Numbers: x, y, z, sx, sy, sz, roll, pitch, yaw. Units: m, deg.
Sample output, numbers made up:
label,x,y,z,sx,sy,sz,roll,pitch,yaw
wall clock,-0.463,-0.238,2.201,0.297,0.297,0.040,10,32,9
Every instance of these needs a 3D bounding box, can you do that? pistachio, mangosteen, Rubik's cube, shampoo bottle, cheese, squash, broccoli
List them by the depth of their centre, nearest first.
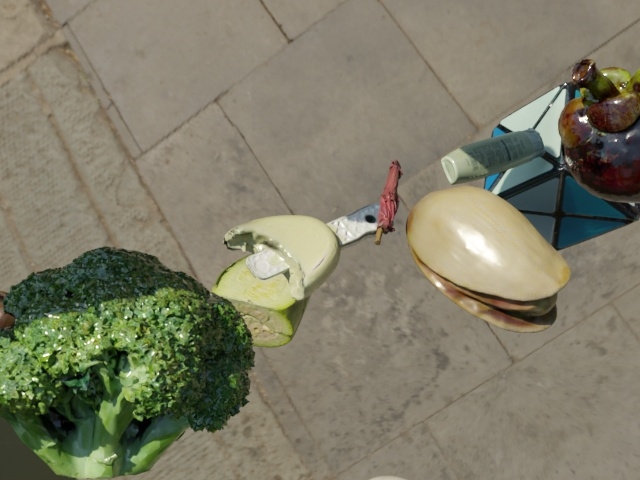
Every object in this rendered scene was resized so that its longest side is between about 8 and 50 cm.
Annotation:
label,x,y,z,sx,sy,sz,roll,pitch,yaw
pistachio,0.190,0.019,0.849,0.144,0.144,0.215,-49,52,2
mangosteen,0.388,-0.136,0.897,0.172,0.184,0.173,-1,50,1
cheese,0.000,-0.001,0.956,0.235,0.050,0.127,-23,62,-33
broccoli,-0.274,0.165,0.996,0.321,0.413,0.310,-37,67,24
shampoo bottle,0.338,-0.164,1.398,0.212,0.049,0.072,-16,78,-20
Rubik's cube,0.533,-0.156,1.584,0.248,0.246,0.250,27,60,-21
squash,-0.124,0.104,1.874,0.233,0.210,0.309,11,50,16

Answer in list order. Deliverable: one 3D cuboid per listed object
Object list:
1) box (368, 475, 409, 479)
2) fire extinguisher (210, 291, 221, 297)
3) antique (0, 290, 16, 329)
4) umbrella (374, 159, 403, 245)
label,x,y,z,sx,sy,sz,roll,pitch,yaw
box,0.090,0.500,0.955,0.288,0.141,0.349,10,56,47
fire extinguisher,-0.263,0.198,1.513,0.071,0.099,0.231,42,113,23
antique,-0.563,0.173,1.197,0.257,0.121,0.144,-40,63,43
umbrella,0.084,-0.049,0.876,0.027,0.165,0.025,36,129,-16
